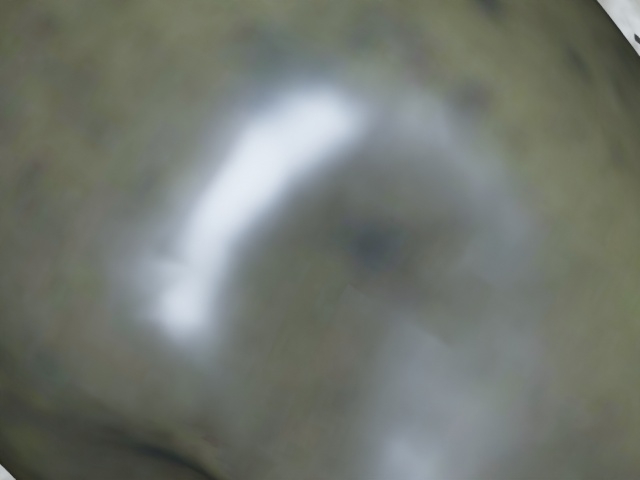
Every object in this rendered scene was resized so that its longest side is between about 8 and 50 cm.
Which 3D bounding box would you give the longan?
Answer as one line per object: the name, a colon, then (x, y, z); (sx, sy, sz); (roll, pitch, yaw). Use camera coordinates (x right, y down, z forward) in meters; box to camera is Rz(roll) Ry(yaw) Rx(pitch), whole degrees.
longan: (0.000, 0.000, 0.580); (0.350, 0.288, 0.288); (39, 91, -8)
